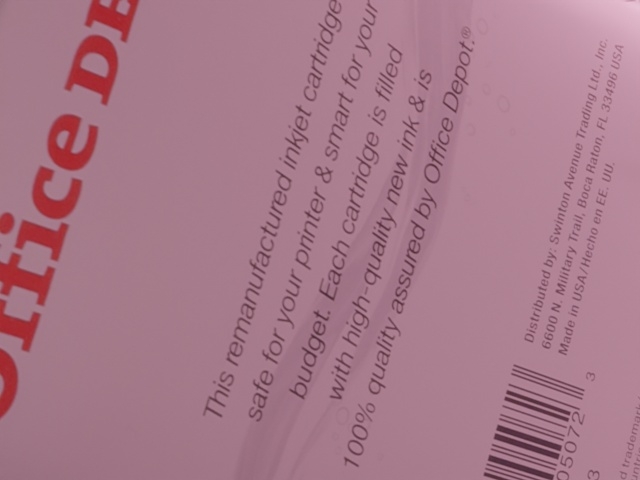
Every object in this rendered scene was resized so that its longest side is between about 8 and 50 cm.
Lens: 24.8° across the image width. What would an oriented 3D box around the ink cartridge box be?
[{"bbox_3d":[0.000,0.000,0.448,0.283,0.117,0.207,21,80,-30],"label":"ink cartridge box"}]
